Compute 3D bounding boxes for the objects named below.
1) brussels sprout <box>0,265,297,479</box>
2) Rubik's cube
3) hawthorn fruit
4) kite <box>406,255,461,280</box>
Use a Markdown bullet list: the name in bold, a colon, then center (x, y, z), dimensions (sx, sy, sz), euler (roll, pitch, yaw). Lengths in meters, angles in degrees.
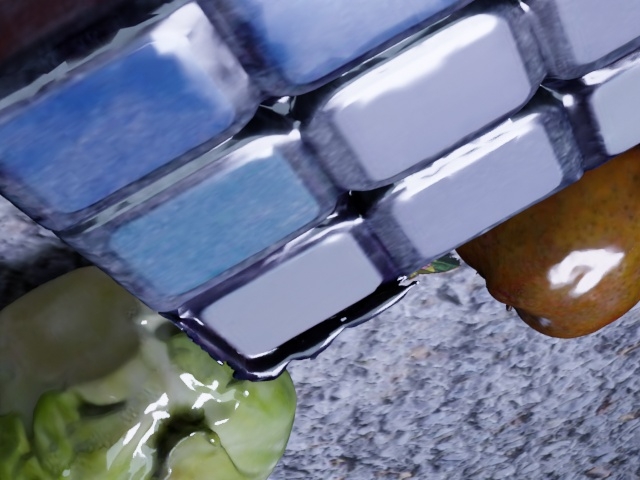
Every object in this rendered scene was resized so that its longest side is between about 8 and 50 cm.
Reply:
- **brussels sprout**: center (-0.182, 0.167, 1.467), dimensions (0.328, 0.247, 0.328), euler (-28, 145, -22)
- **Rubik's cube**: center (-0.024, -0.195, 0.802), dimensions (0.362, 0.359, 0.363), euler (-28, 152, 7)
- **hawthorn fruit**: center (0.249, -0.036, 1.555), dimensions (0.248, 0.208, 0.208), euler (-47, 152, 5)
- **kite**: center (0.002, 0.049, 1.664), dimensions (0.321, 0.016, 0.234), euler (-21, 155, -10)
